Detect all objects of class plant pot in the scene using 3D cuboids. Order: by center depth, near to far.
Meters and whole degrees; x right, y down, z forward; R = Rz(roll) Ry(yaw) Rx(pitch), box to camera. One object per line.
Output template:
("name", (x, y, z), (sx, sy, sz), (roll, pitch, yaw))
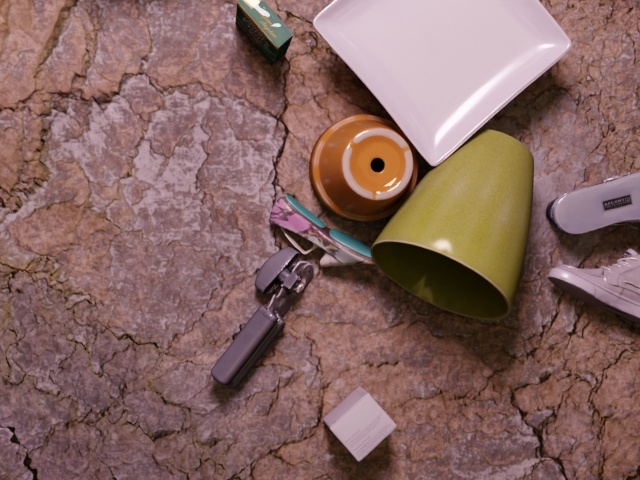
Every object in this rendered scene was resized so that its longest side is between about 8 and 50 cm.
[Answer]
("plant pot", (0.089, -0.135, 1.857), (0.205, 0.188, 0.205), (0, 91, -6))
("plant pot", (0.277, -0.047, 1.864), (0.275, 0.275, 0.293), (30, 71, -6))

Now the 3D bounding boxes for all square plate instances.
("square plate", (0.220, -0.372, 1.826), (0.344, 0.049, 0.347), (-41, 98, 0))

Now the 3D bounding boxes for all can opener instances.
("can opener", (-0.118, 0.142, 1.911), (0.095, 0.076, 0.283), (37, 87, 26))

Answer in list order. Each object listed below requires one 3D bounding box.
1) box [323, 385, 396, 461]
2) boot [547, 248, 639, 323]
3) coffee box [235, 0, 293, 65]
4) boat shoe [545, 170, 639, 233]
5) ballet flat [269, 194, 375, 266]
("box", (0.073, 0.344, 1.908), (0.102, 0.101, 0.087), (-42, 95, -5))
("boot", (0.572, 0.070, 1.972), (0.258, 0.095, 0.123), (24, 83, -15))
("coffee box", (-0.105, -0.384, 1.832), (0.040, 0.184, 0.113), (-42, 95, -5))
("boat shoe", (0.591, -0.075, 1.957), (0.306, 0.105, 0.113), (-16, 97, 1))
("ballet flat", (0.000, 0.000, 1.915), (0.221, 0.077, 0.079), (33, 106, -1))
